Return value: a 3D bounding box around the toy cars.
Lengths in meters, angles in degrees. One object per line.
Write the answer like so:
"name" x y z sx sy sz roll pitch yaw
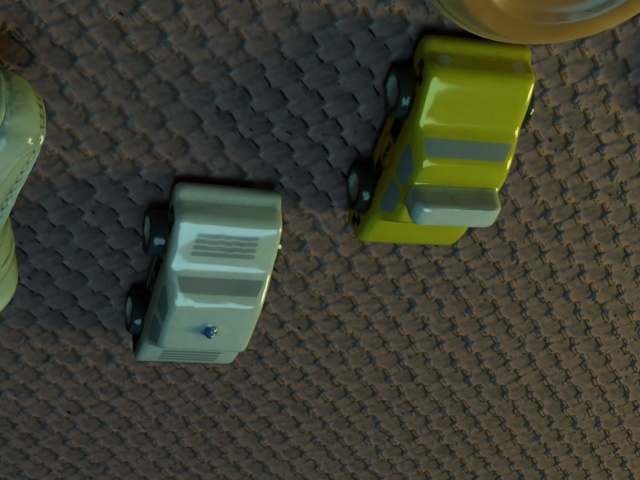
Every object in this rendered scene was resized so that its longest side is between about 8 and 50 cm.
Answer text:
"toy cars" 0.000 0.000 0.958 0.394 0.087 0.176 -29 137 20

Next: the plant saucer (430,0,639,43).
"plant saucer" 0.153 -0.192 0.810 0.200 0.037 0.200 -7 140 -6

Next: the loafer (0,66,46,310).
"loafer" -0.251 0.000 0.889 0.111 0.112 0.319 12 142 -33
